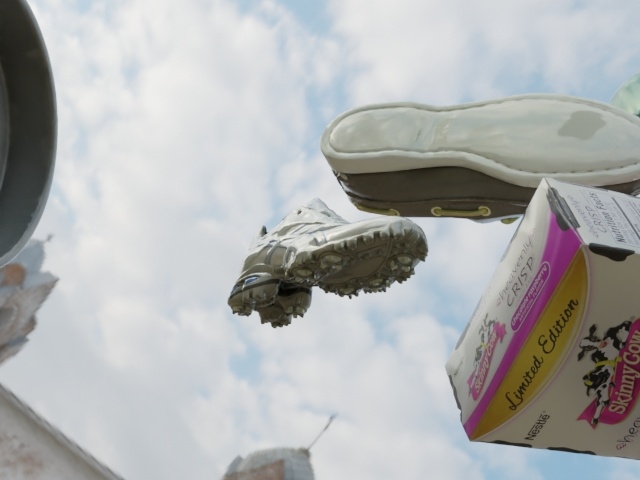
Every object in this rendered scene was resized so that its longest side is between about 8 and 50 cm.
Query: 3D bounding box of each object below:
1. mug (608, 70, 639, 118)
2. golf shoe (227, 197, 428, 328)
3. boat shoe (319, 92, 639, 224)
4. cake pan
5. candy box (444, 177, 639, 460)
[{"bbox_3d":[0.370,-0.129,0.939,0.157,0.097,0.129,-3,-50,7],"label":"mug"},{"bbox_3d":[0.000,0.000,0.594,0.176,0.086,0.069,-20,-37,41],"label":"golf shoe"},{"bbox_3d":[0.150,-0.068,0.777,0.305,0.109,0.091,5,-40,27],"label":"boat shoe"},{"bbox_3d":[-0.336,-0.115,0.798,0.054,0.293,0.293,3,-49,9],"label":"cake pan"},{"bbox_3d":[0.218,0.062,0.532,0.233,0.071,0.159,10,-56,-14],"label":"candy box"}]
